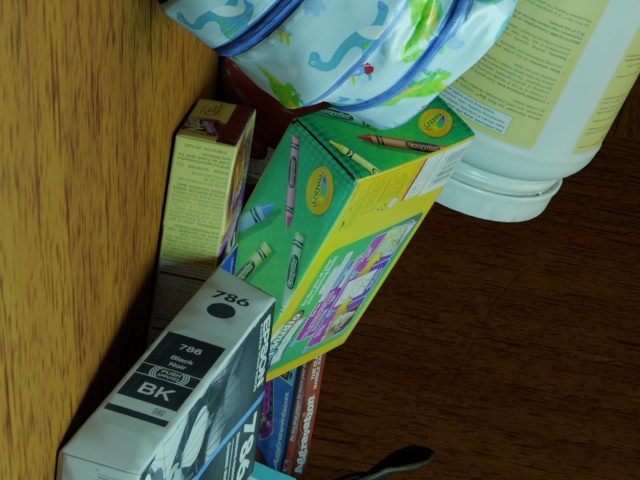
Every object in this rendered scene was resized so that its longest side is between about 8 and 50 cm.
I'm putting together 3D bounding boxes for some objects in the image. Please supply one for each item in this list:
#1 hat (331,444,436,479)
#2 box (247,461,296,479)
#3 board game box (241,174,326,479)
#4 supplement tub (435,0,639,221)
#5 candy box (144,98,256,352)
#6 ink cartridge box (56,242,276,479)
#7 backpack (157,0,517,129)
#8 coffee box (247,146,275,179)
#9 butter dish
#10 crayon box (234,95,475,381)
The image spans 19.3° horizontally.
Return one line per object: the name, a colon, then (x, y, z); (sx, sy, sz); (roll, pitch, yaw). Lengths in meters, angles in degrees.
hat: (-0.004, 0.313, 1.871); (0.331, 0.331, 0.134); (68, -1, -84)
box: (-0.103, 0.310, 1.688); (0.244, 0.060, 0.100); (-59, -169, 36)
board game box: (-0.055, 0.089, 1.822); (0.027, 0.145, 0.281); (-8, 113, -47)
supplement tub: (0.199, -0.209, 1.829); (0.241, 0.241, 0.331); (-73, -172, -61)
candy box: (-0.095, -0.008, 1.503); (0.109, 0.053, 0.186); (-71, 173, -69)
ink cartridge box: (-0.100, 0.143, 1.360); (0.332, 0.065, 0.165); (-55, 157, -59)
backpack: (0.030, -0.244, 1.231); (0.290, 0.273, 0.355); (-35, -170, 37)
coffee box: (-0.012, -0.149, 1.859); (0.168, 0.119, 0.297); (-76, 176, -46)
butter dish: (-0.032, -0.122, 1.637); (0.118, 0.160, 0.160); (-53, 165, -15)
crayon box: (0.000, 0.000, 1.615); (0.165, 0.081, 0.278); (-23, 152, -47)
